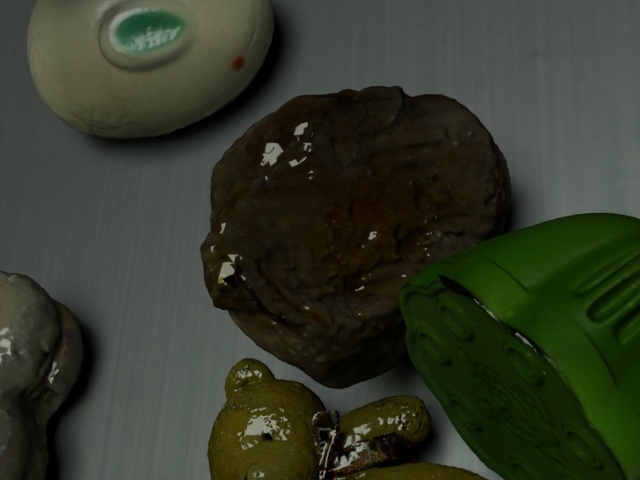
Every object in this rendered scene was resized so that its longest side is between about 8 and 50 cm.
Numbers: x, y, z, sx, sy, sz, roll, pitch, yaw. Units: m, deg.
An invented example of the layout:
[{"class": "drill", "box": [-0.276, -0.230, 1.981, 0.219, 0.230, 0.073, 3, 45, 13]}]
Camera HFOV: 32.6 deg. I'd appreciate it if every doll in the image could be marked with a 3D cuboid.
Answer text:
[{"class": "doll", "box": [0.014, 0.156, 0.675, 0.209, 0.097, 0.137, 14, 85, 26]}]

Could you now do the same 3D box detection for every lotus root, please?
[{"class": "lotus root", "box": [0.162, 0.049, 0.626, 0.186, 0.186, 0.186, -13, 58, 22]}]

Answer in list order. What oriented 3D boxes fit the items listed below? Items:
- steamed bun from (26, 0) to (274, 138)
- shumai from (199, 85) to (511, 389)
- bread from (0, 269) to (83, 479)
[{"class": "steamed bun", "box": [-0.154, -0.182, 0.931, 0.228, 0.131, 0.177, -1, 61, 30]}, {"class": "shumai", "box": [0.004, 0.001, 0.739, 0.218, 0.184, 0.185, -57, 15, -26]}, {"class": "bread", "box": [-0.312, 0.180, 0.835, 0.337, 0.102, 0.183, -41, 55, 0]}]
